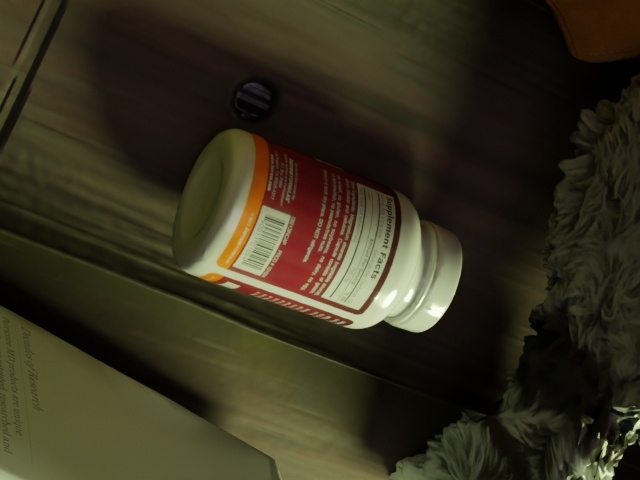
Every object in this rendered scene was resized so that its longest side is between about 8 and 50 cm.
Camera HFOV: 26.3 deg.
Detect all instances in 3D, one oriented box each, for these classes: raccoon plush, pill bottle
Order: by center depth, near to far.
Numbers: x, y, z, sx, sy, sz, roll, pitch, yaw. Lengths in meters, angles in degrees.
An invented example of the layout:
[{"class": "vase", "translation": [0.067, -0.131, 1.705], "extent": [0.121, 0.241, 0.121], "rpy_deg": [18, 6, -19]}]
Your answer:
[{"class": "pill bottle", "translation": [0.000, 0.000, 0.778], "extent": [0.152, 0.086, 0.086], "rpy_deg": [21, 106, -24]}, {"class": "raccoon plush", "translation": [0.267, 0.035, 0.863], "extent": [0.299, 0.216, 0.446], "rpy_deg": [4, 150, -40]}]

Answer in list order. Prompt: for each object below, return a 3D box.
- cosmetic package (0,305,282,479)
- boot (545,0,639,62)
[{"class": "cosmetic package", "translation": [-0.208, 0.154, 0.720], "extent": [0.217, 0.156, 0.385], "rpy_deg": [-45, 125, 13]}, {"class": "boot", "translation": [0.237, -0.212, 0.709], "extent": [0.295, 0.104, 0.211], "rpy_deg": [-22, 142, 16]}]
